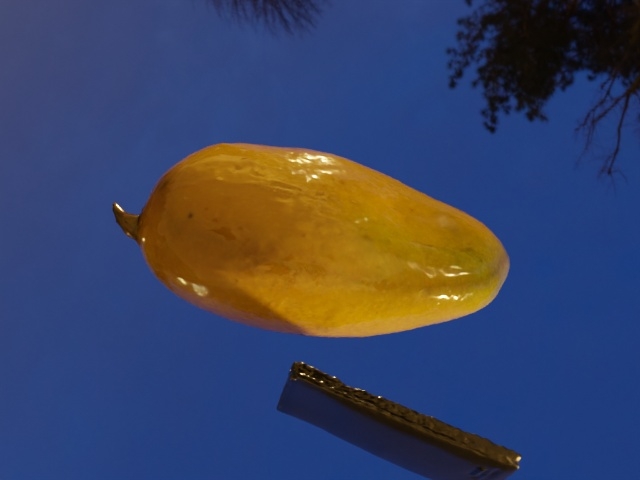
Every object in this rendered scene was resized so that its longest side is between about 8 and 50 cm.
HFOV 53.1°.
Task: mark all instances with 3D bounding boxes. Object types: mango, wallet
[{"bbox_3d":[0.000,0.000,0.502,0.176,0.317,0.119,-87,-171,-60],"label":"mango"},{"bbox_3d":[0.072,0.204,0.671,0.244,0.124,0.025,22,-125,3],"label":"wallet"}]
